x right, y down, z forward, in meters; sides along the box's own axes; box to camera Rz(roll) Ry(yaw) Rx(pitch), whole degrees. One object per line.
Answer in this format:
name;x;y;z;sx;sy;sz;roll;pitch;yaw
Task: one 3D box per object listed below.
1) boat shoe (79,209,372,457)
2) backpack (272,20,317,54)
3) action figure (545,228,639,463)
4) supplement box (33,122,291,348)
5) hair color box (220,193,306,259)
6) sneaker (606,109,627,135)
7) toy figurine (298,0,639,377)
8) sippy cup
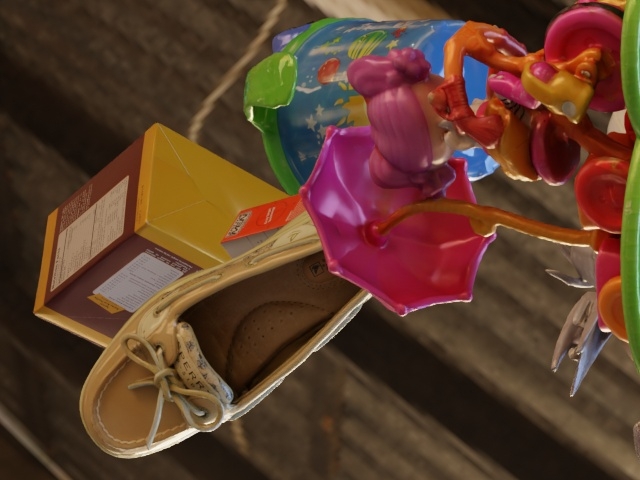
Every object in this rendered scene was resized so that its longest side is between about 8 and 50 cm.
boat shoe;-0.062;0.063;1.300;0.104;0.285;0.089;50;11;-6
backpack;0.002;-0.190;2.091;0.120;0.098;0.101;61;14;-54
action figure;0.231;0.055;0.846;0.285;0.185;0.099;24;-26;28
supplement box;-0.149;0.019;1.810;0.191;0.129;0.194;29;-46;-30
hair color box;0.000;0.000;1.393;0.141;0.043;0.072;-15;-57;37
sneaker;0.305;-0.076;1.114;0.292;0.108;0.169;32;-43;38
toy figurine;0.063;-0.027;0.660;0.159;0.130;0.173;5;-53;32
sippy cup;0.089;-0.136;1.922;0.224;0.305;0.240;-8;-70;58
